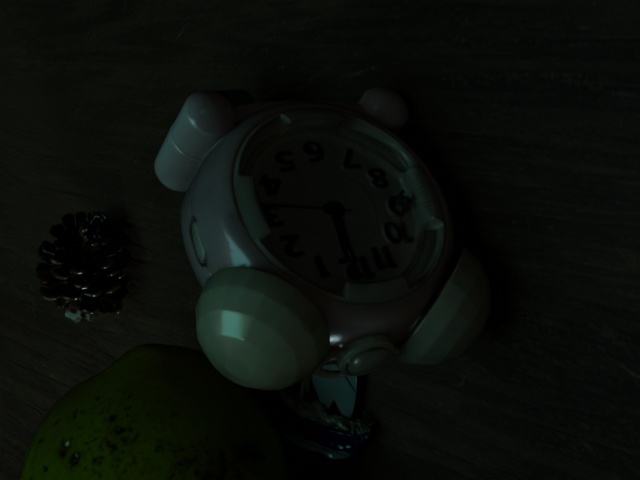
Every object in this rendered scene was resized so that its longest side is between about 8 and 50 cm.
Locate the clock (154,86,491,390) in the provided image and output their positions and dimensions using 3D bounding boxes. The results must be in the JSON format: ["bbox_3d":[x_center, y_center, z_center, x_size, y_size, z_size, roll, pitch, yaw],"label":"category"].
[{"bbox_3d":[0.000,0.000,1.388,0.325,0.342,0.184,67,151,29],"label":"clock"}]

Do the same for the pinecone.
[{"bbox_3d":[-0.400,0.040,2.141,0.179,0.150,0.195,59,139,35],"label":"pinecone"}]

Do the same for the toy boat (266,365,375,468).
[{"bbox_3d":[0.007,0.150,1.685,0.220,0.067,0.291,27,111,48],"label":"toy boat"}]

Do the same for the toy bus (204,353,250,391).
[{"bbox_3d":[-0.176,0.250,1.937,0.178,0.087,0.098,31,131,45],"label":"toy bus"}]

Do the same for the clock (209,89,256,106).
[{"bbox_3d":[-0.096,-0.063,1.653,0.280,0.055,0.280,168,90,-82],"label":"clock"}]

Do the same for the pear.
[{"bbox_3d":[-0.223,0.326,1.696,0.391,0.391,0.391,23,119,51],"label":"pear"}]
